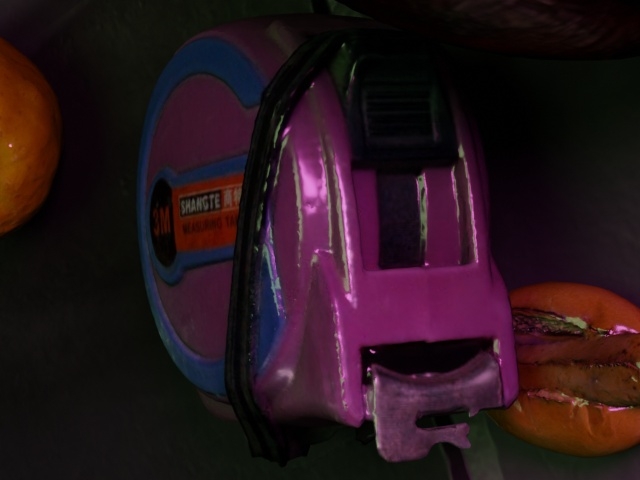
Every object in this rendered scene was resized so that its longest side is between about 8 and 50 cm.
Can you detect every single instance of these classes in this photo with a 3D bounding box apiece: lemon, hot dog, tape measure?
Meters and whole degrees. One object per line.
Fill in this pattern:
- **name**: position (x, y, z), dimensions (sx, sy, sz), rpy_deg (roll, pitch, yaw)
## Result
- **lemon**: position (-0.268, -0.076, 1.208), dimensions (0.207, 0.170, 0.170), rpy_deg (28, 109, 44)
- **hot dog**: position (0.130, 0.067, 0.907), dimensions (0.140, 0.060, 0.090), rpy_deg (13, 101, 42)
- **tape measure**: position (0.000, 0.000, 0.958), dimensions (0.231, 0.149, 0.245), rpy_deg (-9, 85, 64)

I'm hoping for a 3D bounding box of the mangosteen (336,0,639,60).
- **mangosteen**: position (0.123, -0.272, 0.736), dimensions (0.381, 0.421, 0.381), rpy_deg (10, 130, 12)
